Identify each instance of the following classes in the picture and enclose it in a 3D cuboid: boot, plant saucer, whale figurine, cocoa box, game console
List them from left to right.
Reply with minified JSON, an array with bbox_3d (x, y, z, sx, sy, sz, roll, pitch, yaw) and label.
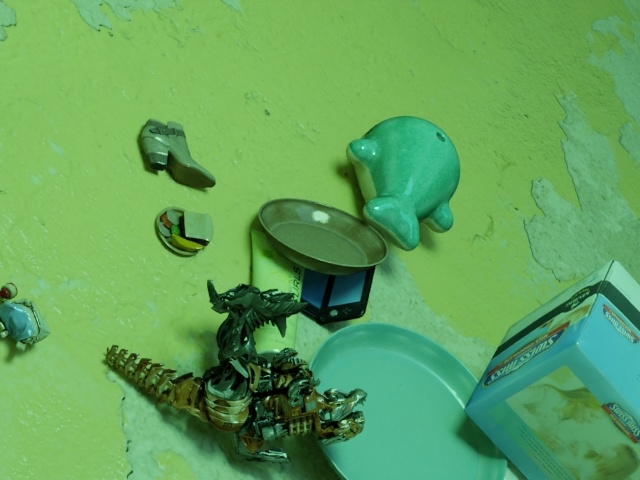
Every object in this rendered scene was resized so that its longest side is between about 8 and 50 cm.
[{"bbox_3d":[-0.203,-0.129,1.850,0.118,0.042,0.087,21,46,-30],"label":"boot"},{"bbox_3d":[0.000,0.000,1.880,0.199,0.036,0.198,16,25,-8],"label":"plant saucer"},{"bbox_3d":[0.014,0.055,1.890,0.071,0.107,0.122,59,32,-36],"label":"game console"},{"bbox_3d":[0.114,0.256,1.790,0.318,0.043,0.317,19,45,-20],"label":"plant saucer"},{"bbox_3d":[0.140,-0.098,2.037,0.216,0.141,0.272,40,29,-12],"label":"whale figurine"},{"bbox_3d":[0.422,0.254,1.831,0.347,0.231,0.228,47,40,-5],"label":"cocoa box"}]

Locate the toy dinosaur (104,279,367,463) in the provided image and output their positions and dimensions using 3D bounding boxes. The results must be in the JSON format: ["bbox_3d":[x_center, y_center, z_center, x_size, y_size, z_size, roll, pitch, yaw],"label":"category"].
[{"bbox_3d":[-0.096,0.169,1.626,0.322,0.164,0.218,10,92,-30],"label":"toy dinosaur"}]

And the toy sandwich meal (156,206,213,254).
[{"bbox_3d":[-0.187,-0.017,1.789,0.085,0.029,0.085,24,47,-28],"label":"toy sandwich meal"}]

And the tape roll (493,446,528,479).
[{"bbox_3d":[0.343,0.393,1.913,0.286,0.100,0.286,23,47,-28],"label":"tape roll"}]

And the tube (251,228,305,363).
[{"bbox_3d":[-0.063,0.081,1.810,0.240,0.062,0.070,-87,154,-45],"label":"tube"}]

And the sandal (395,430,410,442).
[{"bbox_3d":[0.111,0.303,1.813,0.067,0.040,0.179,17,51,-31],"label":"sandal"}]

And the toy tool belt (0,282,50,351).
[{"bbox_3d":[-0.363,0.091,1.533,0.083,0.052,0.051,53,32,4],"label":"toy tool belt"}]
